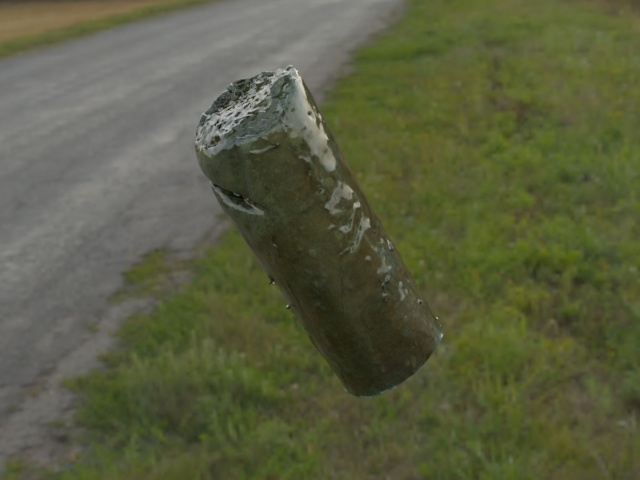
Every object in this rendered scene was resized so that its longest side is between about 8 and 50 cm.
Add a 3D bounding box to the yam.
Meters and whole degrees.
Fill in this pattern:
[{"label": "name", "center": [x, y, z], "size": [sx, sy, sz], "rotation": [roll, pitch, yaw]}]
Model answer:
[{"label": "yam", "center": [0.000, 0.000, 0.468], "size": [0.054, 0.132, 0.054], "rotation": [-26, 22, 12]}]
